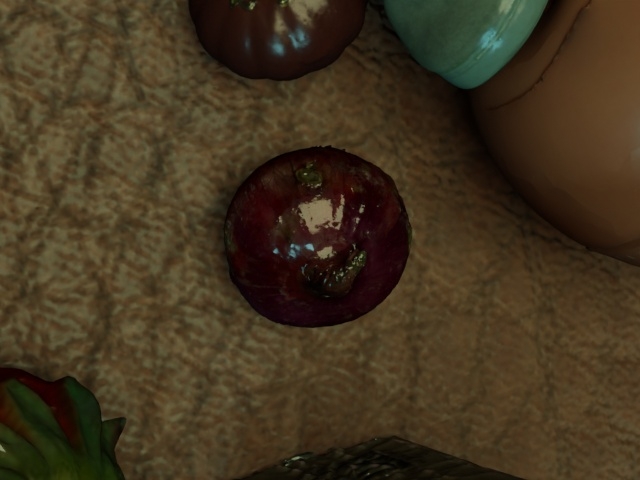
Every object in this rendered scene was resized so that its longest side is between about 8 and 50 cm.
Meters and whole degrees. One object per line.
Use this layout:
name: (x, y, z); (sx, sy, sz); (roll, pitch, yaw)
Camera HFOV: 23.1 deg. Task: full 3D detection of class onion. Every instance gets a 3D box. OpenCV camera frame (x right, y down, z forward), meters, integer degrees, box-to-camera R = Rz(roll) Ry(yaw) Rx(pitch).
onion: (0.000, 0.000, 0.864); (0.107, 0.097, 0.107); (-5, 113, -12)

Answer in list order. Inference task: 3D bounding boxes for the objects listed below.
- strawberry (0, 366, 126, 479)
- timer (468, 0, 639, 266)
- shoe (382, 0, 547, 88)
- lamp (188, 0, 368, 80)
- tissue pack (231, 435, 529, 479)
strawberry: (-0.197, 0.206, 0.749); (0.257, 0.257, 0.277); (38, 111, -12)
timer: (0.202, -0.096, 0.847); (0.215, 0.229, 0.230); (20, 85, -22)
shoe: (0.051, -0.201, 0.829); (0.100, 0.103, 0.251); (14, 54, -34)
lamp: (-0.023, -0.135, 0.859); (0.101, 0.090, 0.101); (-5, 69, 15)
tissue pack: (0.058, 0.211, 0.791); (0.134, 0.271, 0.192); (-14, 95, -18)
